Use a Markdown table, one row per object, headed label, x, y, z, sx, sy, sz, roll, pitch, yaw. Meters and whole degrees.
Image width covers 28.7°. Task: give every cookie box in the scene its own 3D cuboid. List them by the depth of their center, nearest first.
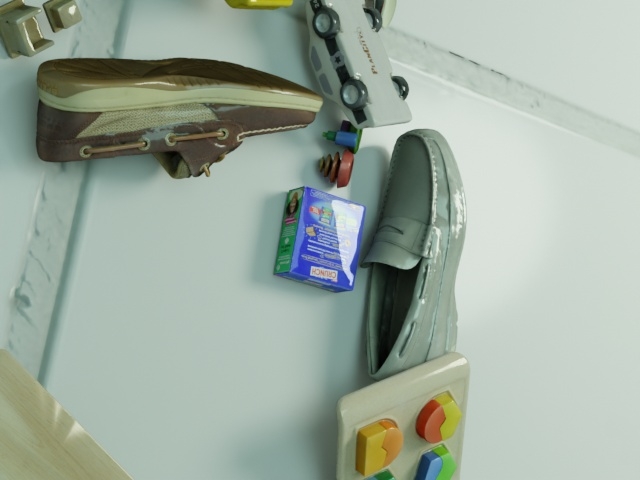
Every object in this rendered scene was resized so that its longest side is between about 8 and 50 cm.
| label | x | y | z | sx | sy | sz | roll | pitch | yaw |
| --- | --- | --- | --- | --- | --- | --- | --- | --- | --- |
| cookie box | 0.000 | 0.000 | 1.488 | 0.091 | 0.040 | 0.107 | 18 | 73 | -28 |

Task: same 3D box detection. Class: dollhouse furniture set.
| label | x | y | z | sx | sy | sz | roll | pitch | yaw |
| --- | --- | --- | --- | --- | --- | --- | --- | --- | --- |
| dollhouse furniture set | -0.292 | -0.308 | 1.351 | 0.182 | 0.101 | 0.161 | -35 | 125 | -31 |

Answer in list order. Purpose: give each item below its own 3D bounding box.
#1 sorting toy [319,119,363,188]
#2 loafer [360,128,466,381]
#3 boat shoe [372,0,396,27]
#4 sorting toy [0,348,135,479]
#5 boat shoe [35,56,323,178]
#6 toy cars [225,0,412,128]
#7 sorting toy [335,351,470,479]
| label | x | y | z | sx | sy | sz | roll | pitch | yaw |
| --- | --- | --- | --- | --- | --- | --- | --- | --- | --- |
| sorting toy | 0.023 | -0.115 | 1.520 | 0.042 | 0.061 | 0.102 | 13 | 65 | 6 |
| loafer | 0.107 | 0.018 | 1.509 | 0.111 | 0.112 | 0.320 | 7 | 79 | -39 |
| boat shoe | 0.077 | -0.335 | 1.586 | 0.043 | 0.049 | 0.137 | 6 | 79 | 13 |
| sorting toy | -0.324 | 0.286 | 1.221 | 0.257 | 0.089 | 0.255 | 49 | 62 | -15 |
| boat shoe | -0.155 | -0.130 | 1.388 | 0.342 | 0.123 | 0.123 | -5 | 115 | -37 |
| toy cars | -0.040 | -0.275 | 1.480 | 0.393 | 0.087 | 0.176 | 42 | 44 | -23 |
| sorting toy | 0.101 | 0.252 | 1.467 | 0.193 | 0.038 | 0.208 | -18 | 120 | -31 |
